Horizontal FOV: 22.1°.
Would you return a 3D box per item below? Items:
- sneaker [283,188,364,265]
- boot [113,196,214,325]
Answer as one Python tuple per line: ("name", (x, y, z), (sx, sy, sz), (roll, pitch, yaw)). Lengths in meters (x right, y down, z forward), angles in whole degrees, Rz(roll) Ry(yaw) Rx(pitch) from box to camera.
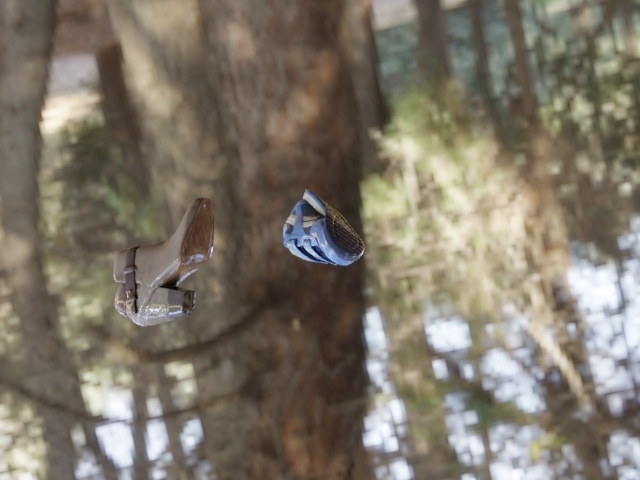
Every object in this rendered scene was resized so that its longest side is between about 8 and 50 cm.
("sneaker", (0.000, 0.000, 1.595), (0.059, 0.053, 0.144), (-48, -159, 5))
("boot", (-0.142, 0.017, 1.434), (0.087, 0.118, 0.042), (7, 172, 37))
